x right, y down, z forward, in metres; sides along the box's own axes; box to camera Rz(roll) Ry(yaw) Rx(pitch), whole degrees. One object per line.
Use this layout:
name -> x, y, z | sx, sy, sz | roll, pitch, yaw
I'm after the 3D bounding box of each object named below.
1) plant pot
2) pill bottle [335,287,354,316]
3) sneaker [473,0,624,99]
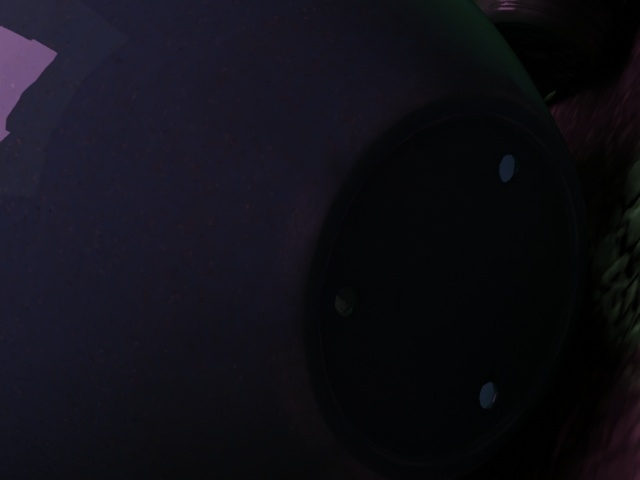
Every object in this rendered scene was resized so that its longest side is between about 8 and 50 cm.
plant pot -> -0.015, 0.000, 0.547 | 0.195, 0.290, 0.290 | 16, 79, 48
pill bottle -> 0.000, 0.000, 0.889 | 0.130, 0.130, 0.245 | 121, 171, -48
sneaker -> 0.108, -0.142, 0.748 | 0.130, 0.087, 0.227 | -64, 8, -7
